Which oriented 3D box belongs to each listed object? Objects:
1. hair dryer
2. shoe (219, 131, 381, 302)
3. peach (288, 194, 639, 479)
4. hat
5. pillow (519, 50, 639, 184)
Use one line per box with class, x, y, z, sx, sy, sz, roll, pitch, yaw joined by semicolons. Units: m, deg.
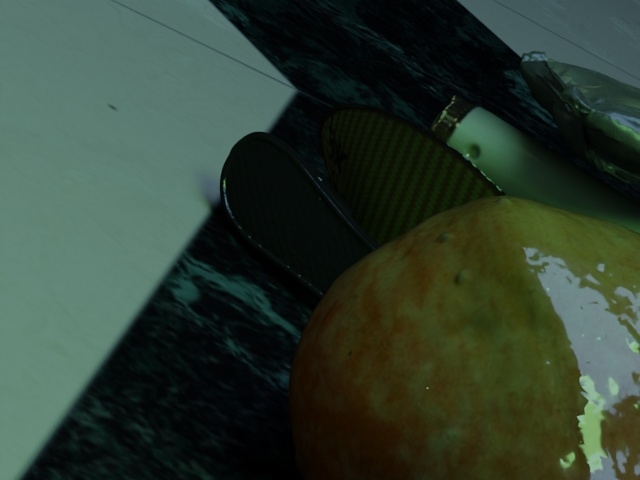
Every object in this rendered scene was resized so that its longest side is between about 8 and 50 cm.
hair dryer;0.221;-0.015;1.447;0.362;0.128;0.203;34;19;22
shoe;0.000;0.000;1.119;0.159;0.062;0.053;45;9;28
peach;0.096;0.085;0.837;0.232;0.232;0.232;30;20;-12
hat;0.050;0.009;1.158;0.193;0.082;0.193;38;-18;15
pillow;0.240;-0.086;1.420;0.169;0.059;0.255;16;13;-7
